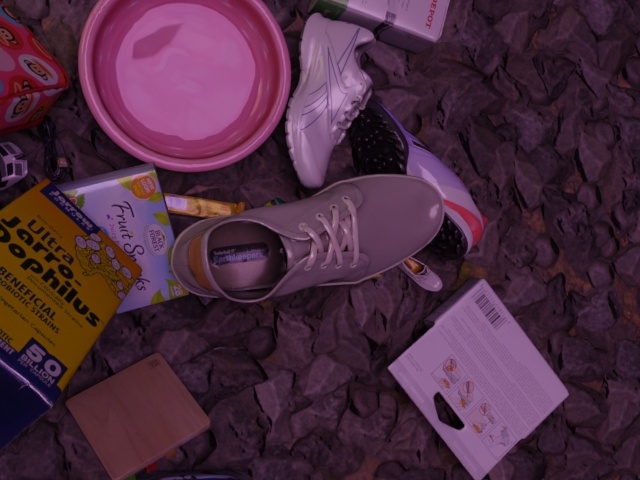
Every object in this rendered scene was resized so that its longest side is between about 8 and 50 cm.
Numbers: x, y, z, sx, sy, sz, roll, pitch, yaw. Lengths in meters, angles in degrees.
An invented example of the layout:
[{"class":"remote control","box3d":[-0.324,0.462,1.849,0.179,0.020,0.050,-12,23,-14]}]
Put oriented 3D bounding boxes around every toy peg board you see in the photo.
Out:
[{"class":"toy peg board","box3d":[-0.276,0.283,1.167,0.160,0.079,0.161,-27,53,-27]}]

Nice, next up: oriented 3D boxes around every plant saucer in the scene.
[{"class":"plant saucer","box3d":[-0.215,-0.271,1.226,0.332,0.084,0.332,1,88,-14]}]

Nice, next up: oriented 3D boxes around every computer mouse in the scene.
[{"class":"computer mouse","box3d":[-0.488,-0.114,1.165,0.193,0.042,0.106,-22,82,-14]}]

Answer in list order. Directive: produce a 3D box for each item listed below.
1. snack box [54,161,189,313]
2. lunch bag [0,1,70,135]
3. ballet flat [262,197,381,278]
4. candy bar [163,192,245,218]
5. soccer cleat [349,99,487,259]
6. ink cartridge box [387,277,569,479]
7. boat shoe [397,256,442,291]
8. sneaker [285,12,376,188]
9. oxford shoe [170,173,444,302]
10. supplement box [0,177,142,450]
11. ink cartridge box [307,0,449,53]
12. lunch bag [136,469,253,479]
[{"class":"snack box","box3d":[-0.310,0.002,1.158,0.174,0.070,0.207,-14,111,-10]},{"class":"lunch bag","box3d":[-0.509,-0.286,1.078,0.293,0.258,0.120,46,114,-2]},{"class":"ballet flat","box3d":[-0.007,0.016,1.283,0.231,0.077,0.077,33,101,-9]},{"class":"candy bar","box3d":[-0.203,-0.055,1.253,0.161,0.018,0.040,8,82,-14]},{"class":"soccer cleat","box3d":[0.170,-0.116,1.327,0.318,0.108,0.116,53,47,1]},{"class":"ink cartridge box","box3d":[0.274,0.245,1.349,0.239,0.060,0.275,-39,98,-12]},{"class":"boat shoe","box3d":[0.178,0.057,1.343,0.100,0.035,0.035,39,78,-10]},{"class":"sneaker","box3d":[0.017,-0.230,1.256,0.129,0.111,0.297,8,87,10]},{"class":"oxford shoe","box3d":[0.000,0.000,1.162,0.449,0.130,0.169,-12,96,-19]},{"class":"supplement box","box3d":[-0.397,0.097,0.948,0.195,0.356,0.194,-40,105,15]},{"class":"ink cartridge box","box3d":[0.109,-0.439,1.316,0.219,0.092,0.160,17,84,-14]},{"class":"lunch bag","box3d":[-0.209,0.514,1.180,0.243,0.115,0.303,2,86,-13]}]
